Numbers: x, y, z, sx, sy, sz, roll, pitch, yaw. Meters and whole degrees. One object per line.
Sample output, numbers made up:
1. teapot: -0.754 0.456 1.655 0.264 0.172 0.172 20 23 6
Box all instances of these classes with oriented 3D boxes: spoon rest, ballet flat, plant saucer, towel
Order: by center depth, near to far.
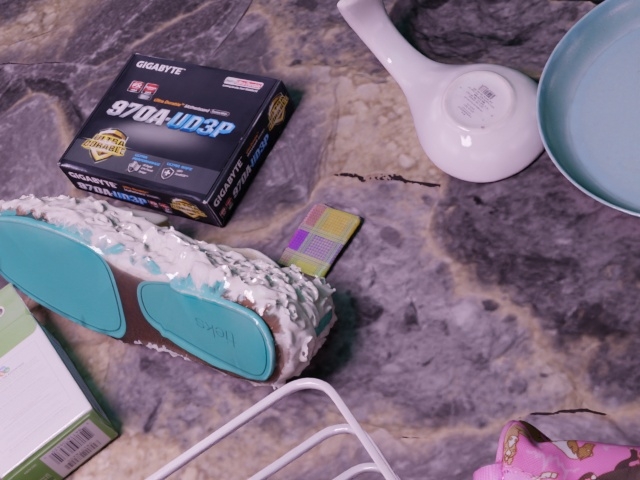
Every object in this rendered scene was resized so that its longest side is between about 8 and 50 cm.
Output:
1. plant saucer: 0.370 -0.137 1.178 0.318 0.043 0.317 -11 53 16
2. ballet flat: -0.158 0.039 1.236 0.409 0.147 0.147 20 66 29
3. towel: 0.000 0.000 1.253 0.060 0.009 0.083 20 66 32
4. spoon rest: 0.129 -0.167 1.289 0.137 0.084 0.276 -39 64 -6

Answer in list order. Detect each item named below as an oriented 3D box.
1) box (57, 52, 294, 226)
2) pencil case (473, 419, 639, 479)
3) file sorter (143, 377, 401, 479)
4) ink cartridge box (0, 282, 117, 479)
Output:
1. box: -0.163 -0.118 1.378 0.220 0.051 0.175 15 63 31
2. pencil case: 0.307 0.215 0.862 0.386 0.167 0.160 0 27 24
3. file sorter: 0.009 0.263 0.892 0.193 0.277 0.173 -34 46 -3
4. ink cartridge box: -0.303 0.150 1.235 0.109 0.062 0.209 -38 51 -7
